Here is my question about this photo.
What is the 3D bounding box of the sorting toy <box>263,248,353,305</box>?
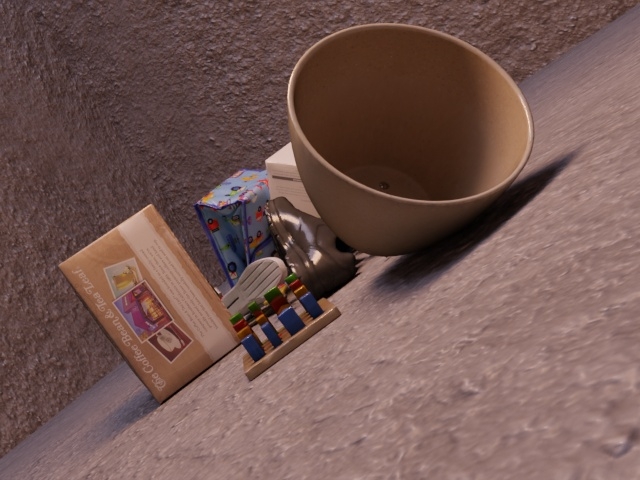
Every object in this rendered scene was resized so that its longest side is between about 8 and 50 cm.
[{"bbox_3d":[0.006,0.058,1.538,0.274,0.046,0.132,-36,4,-12],"label":"sorting toy"}]

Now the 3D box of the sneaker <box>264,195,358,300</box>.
[{"bbox_3d":[-0.017,0.005,1.456,0.130,0.109,0.286,-24,42,-5],"label":"sneaker"}]

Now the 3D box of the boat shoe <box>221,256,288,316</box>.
[{"bbox_3d":[-0.130,0.097,1.671,0.076,0.083,0.226,-10,-19,-47],"label":"boat shoe"}]

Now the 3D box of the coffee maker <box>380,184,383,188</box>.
[{"bbox_3d":[0.106,-0.046,1.408,0.171,0.120,0.178,-38,4,-22],"label":"coffee maker"}]

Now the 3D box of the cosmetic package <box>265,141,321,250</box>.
[{"bbox_3d":[-0.005,-0.112,1.798,0.138,0.224,0.224,10,31,24],"label":"cosmetic package"}]

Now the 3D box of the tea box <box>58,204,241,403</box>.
[{"bbox_3d":[-0.354,0.134,1.642,0.220,0.329,0.323,-36,5,-15],"label":"tea box"}]

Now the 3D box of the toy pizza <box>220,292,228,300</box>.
[{"bbox_3d":[-0.302,0.203,2.331,0.201,0.032,0.201,-44,-1,-1],"label":"toy pizza"}]

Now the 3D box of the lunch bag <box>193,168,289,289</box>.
[{"bbox_3d":[-0.148,0.004,1.818,0.138,0.293,0.221,-2,25,26],"label":"lunch bag"}]

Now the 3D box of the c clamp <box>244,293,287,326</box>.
[{"bbox_3d":[-0.129,0.154,1.723,0.161,0.022,0.137,-34,4,33],"label":"c clamp"}]

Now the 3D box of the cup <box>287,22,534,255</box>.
[{"bbox_3d":[0.105,-0.109,1.125,0.331,0.331,0.237,-38,-22,-31],"label":"cup"}]

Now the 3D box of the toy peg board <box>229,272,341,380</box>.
[{"bbox_3d":[-0.066,0.119,1.184,0.161,0.079,0.160,-36,4,-5],"label":"toy peg board"}]

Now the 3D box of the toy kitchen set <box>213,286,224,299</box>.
[{"bbox_3d":[-0.327,0.210,2.483,0.075,0.083,0.068,-37,46,-16],"label":"toy kitchen set"}]

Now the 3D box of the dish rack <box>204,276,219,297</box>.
[{"bbox_3d":[-0.384,0.239,2.076,0.271,0.074,0.208,-34,25,27],"label":"dish rack"}]
